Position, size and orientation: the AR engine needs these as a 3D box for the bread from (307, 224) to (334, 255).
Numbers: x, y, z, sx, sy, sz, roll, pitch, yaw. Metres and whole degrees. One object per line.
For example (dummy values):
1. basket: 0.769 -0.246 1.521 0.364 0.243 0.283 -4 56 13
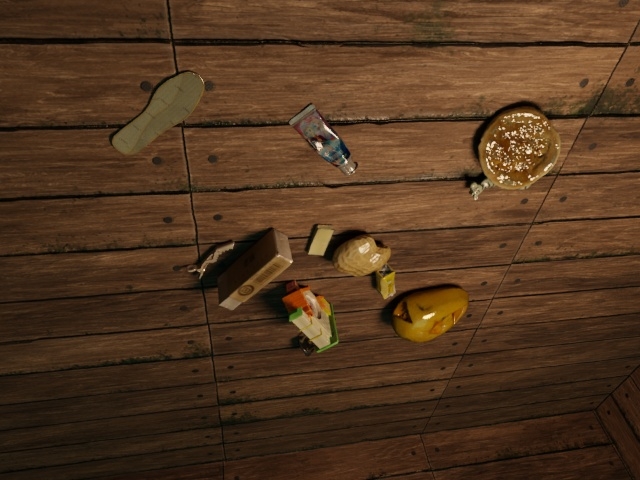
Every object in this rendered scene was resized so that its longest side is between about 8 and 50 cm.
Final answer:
1. bread: 0.000 0.000 1.912 0.068 0.028 0.153 4 135 -17

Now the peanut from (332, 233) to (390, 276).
1. peanut: 0.164 0.065 1.962 0.233 0.110 0.197 26 125 -32

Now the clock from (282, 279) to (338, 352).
1. clock: -0.045 0.293 2.080 0.106 0.219 0.255 -28 127 14

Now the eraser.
1. eraser: -0.252 0.111 1.882 0.343 0.144 0.078 -39 133 24

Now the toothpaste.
1. toothpaste: 0.020 -0.306 1.586 0.096 0.061 0.266 -32 128 21

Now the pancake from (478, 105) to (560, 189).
1. pancake: 0.649 -0.300 1.676 0.283 0.049 0.282 1 116 3

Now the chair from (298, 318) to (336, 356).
1. chair: -0.026 0.434 2.322 0.095 0.104 0.221 34 118 -8

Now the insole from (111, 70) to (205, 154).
1. insole: -0.460 -0.354 1.441 0.348 0.009 0.119 -33 134 20

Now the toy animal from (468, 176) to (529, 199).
1. toy animal: 0.646 -0.243 1.781 0.255 0.089 0.169 -7 130 5

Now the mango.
1. mango: 0.491 0.318 2.272 0.365 0.182 0.253 -29 133 0

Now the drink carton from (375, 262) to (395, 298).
1. drink carton: 0.274 0.186 2.138 0.075 0.084 0.200 -29 139 -18

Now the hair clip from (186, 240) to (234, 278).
1. hair clip: -0.407 0.061 1.872 0.226 0.034 0.072 -40 130 25
